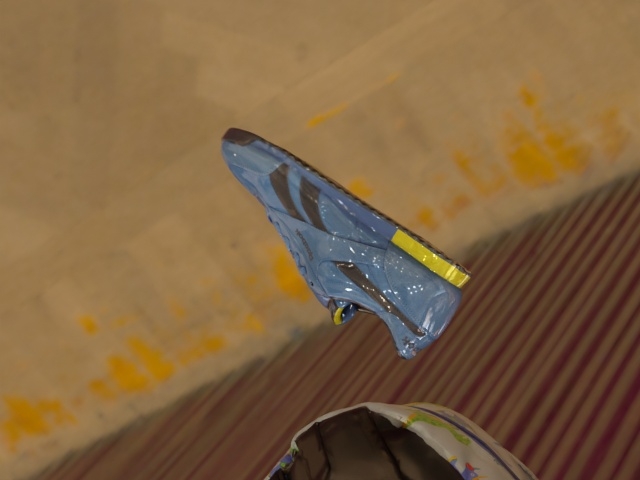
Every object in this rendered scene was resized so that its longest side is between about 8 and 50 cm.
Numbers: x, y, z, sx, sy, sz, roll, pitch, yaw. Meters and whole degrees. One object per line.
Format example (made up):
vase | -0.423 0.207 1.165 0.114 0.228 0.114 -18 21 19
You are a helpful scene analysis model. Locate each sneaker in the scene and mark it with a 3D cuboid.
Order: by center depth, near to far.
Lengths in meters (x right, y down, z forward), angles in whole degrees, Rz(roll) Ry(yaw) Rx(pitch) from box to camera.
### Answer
sneaker | 0.000 0.000 1.208 0.209 0.069 0.082 36 96 23

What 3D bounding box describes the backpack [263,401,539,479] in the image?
backpack | 0.093 0.289 1.393 0.355 0.273 0.290 46 113 13
